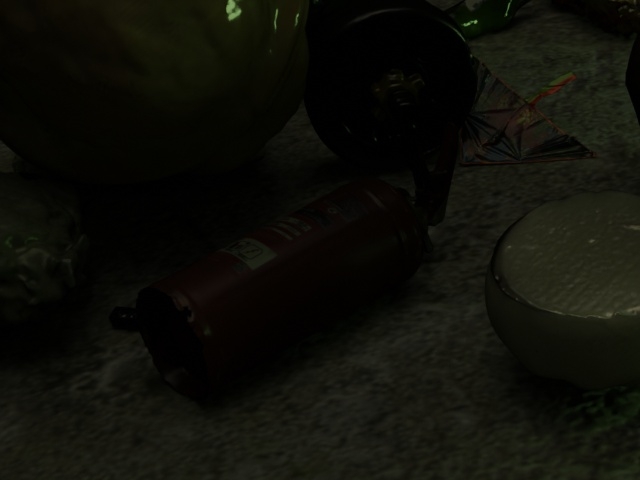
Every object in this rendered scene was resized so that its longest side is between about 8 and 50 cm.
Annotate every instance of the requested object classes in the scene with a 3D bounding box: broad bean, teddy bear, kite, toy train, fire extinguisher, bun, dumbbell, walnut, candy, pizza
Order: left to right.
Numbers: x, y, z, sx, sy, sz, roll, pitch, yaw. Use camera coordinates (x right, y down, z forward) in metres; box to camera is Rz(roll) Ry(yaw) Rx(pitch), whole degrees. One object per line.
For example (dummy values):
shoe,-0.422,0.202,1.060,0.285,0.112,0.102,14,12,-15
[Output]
teddy bear,-0.385,0.023,1.315,0.367,0.225,0.357,14,33,8
walnut,-0.187,-0.224,1.401,0.381,0.381,0.381,-6,30,4
toy train,-0.150,0.072,1.304,0.083,0.017,0.017,3,34,20
fire extinguisher,0.000,0.000,1.261,0.337,0.147,0.106,-29,38,-31
dumbbell,0.047,-0.215,1.582,0.185,0.185,0.388,-12,31,-7
broad bean,0.185,-0.272,1.783,0.195,0.046,0.061,-34,50,-29
candy,0.173,-0.179,1.636,0.061,0.061,0.202,-4,22,7
kite,0.204,-0.131,1.515,0.159,0.010,0.190,-42,66,-13
bun,0.216,0.052,1.147,0.172,0.120,0.173,-7,38,6
pizza,0.354,-0.309,1.792,0.127,0.058,0.246,-24,35,-27

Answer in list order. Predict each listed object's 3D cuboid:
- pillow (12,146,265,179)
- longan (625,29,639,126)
pillow,-0.194,-0.155,1.646,0.274,0.076,0.281,-4,31,3
longan,0.424,-0.143,1.311,0.300,0.243,0.300,1,49,-1
